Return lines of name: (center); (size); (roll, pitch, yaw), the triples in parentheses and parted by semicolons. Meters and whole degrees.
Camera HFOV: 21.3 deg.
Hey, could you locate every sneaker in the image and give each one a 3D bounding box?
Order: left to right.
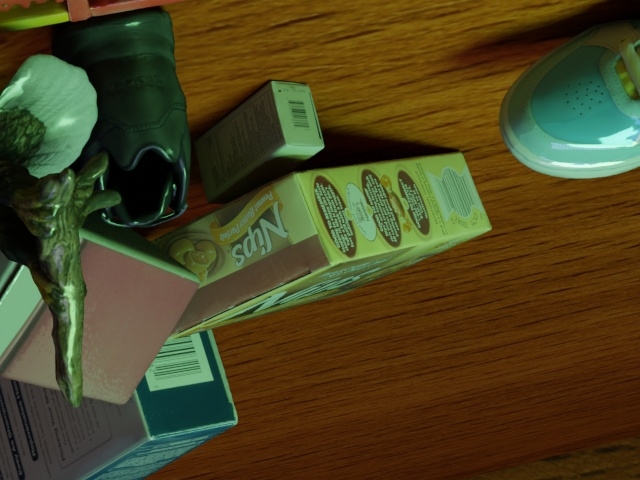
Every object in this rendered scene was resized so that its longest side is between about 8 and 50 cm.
sneaker: (-0.145, -0.059, 1.269); (0.109, 0.130, 0.286); (-14, 163, -6)
sneaker: (0.296, -0.160, 1.309); (0.319, 0.127, 0.208); (-21, 165, -10)

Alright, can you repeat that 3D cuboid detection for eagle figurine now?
eagle figurine: (-0.289, -0.027, 1.058); (0.298, 0.226, 0.225); (10, 178, 7)

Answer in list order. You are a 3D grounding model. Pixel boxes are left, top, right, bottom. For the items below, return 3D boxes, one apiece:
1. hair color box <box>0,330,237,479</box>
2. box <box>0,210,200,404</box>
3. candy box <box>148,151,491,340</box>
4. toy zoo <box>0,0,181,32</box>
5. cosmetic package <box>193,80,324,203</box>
hair color box: (-0.233, 0.157, 1.649); (0.105, 0.173, 0.347); (-5, 161, -40)
box: (-0.226, 0.026, 1.302); (0.126, 0.149, 0.232); (-58, 152, 3)
candy box: (0.000, 0.000, 1.498); (0.183, 0.087, 0.316); (-25, 172, 29)
toy zoo: (-0.151, -0.190, 1.037); (0.293, 0.030, 0.192); (-11, 161, -7)
cosmetic package: (-0.051, -0.078, 1.389); (0.041, 0.060, 0.115); (2, 158, -40)
